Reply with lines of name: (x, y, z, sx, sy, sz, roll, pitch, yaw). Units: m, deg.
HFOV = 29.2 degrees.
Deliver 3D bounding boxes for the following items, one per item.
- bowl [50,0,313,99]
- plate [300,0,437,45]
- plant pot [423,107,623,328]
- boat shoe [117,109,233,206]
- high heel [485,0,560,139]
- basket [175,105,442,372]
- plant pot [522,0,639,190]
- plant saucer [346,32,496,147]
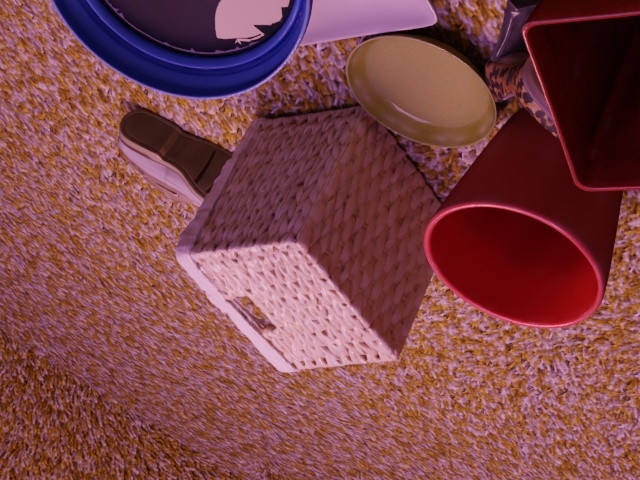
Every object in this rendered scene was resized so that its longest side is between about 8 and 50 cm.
bowl: (-0.195, -0.376, 1.694, 0.391, 0.077, 0.391, 10, 134, 10)
plate: (0.002, -0.402, 1.724, 0.277, 0.045, 0.278, -2, 137, 39)
plant pot: (0.318, -0.047, 1.786, 0.275, 0.243, 0.275, 21, 147, 14)
boat shoe: (-0.239, -0.125, 2.263, 0.302, 0.113, 0.103, 36, 151, 9)
high heel: (0.289, -0.183, 1.644, 0.093, 0.261, 0.186, -8, 144, -9)
basket: (0.000, 0.000, 2.031, 0.266, 0.331, 0.328, -7, 134, 41)
plant pot: (0.420, -0.236, 1.429, 0.267, 0.236, 0.267, 0, 139, 30)
plant saucer: (0.155, -0.231, 1.842, 0.241, 0.037, 0.241, 21, 151, 12)
